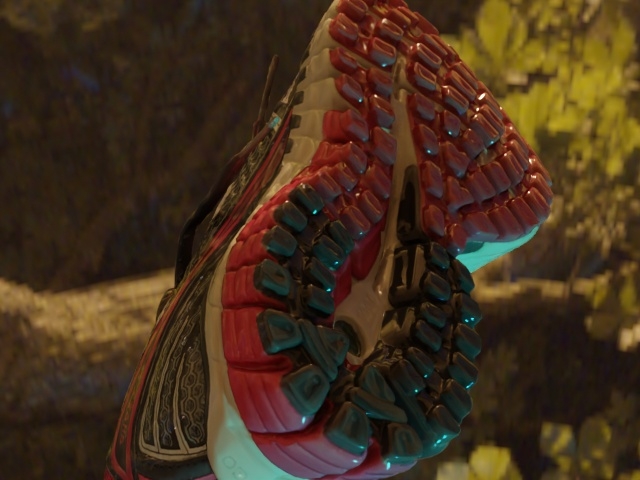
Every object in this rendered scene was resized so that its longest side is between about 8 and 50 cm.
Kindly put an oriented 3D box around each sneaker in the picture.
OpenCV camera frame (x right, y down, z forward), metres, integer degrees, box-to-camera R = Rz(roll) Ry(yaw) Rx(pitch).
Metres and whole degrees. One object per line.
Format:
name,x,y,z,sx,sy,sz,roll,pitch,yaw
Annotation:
sneaker,0.000,0.000,0.740,0.121,0.112,0.299,46,-148,-9
